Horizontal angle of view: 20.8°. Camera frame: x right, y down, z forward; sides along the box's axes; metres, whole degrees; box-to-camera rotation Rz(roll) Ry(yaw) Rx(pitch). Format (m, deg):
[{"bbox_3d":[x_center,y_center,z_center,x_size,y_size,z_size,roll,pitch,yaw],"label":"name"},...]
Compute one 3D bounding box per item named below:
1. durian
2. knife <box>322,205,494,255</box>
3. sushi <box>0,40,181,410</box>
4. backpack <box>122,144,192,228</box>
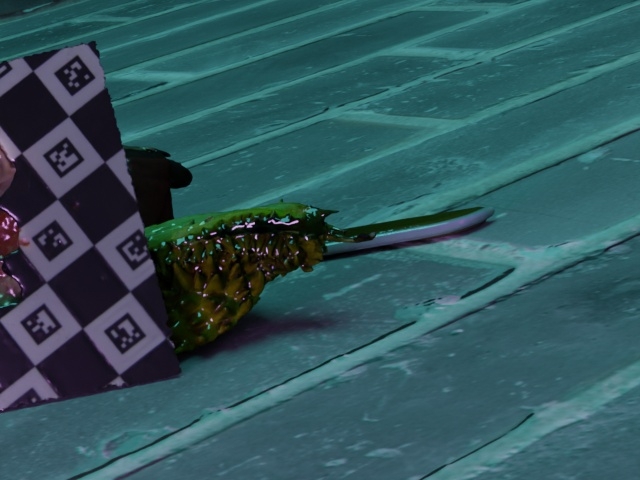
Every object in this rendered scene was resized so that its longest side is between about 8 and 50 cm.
[{"bbox_3d":[-0.120,0.034,1.512,0.375,0.107,0.132,-7,14,17],"label":"durian"},{"bbox_3d":[0.000,0.000,1.700,0.343,0.027,0.061,-9,12,6],"label":"knife"},{"bbox_3d":[-0.274,0.001,1.468,0.264,0.290,0.050,-13,-6,-1],"label":"sushi"},{"bbox_3d":[-0.243,-0.026,1.708,0.229,0.139,0.229,3,-9,0],"label":"backpack"}]
